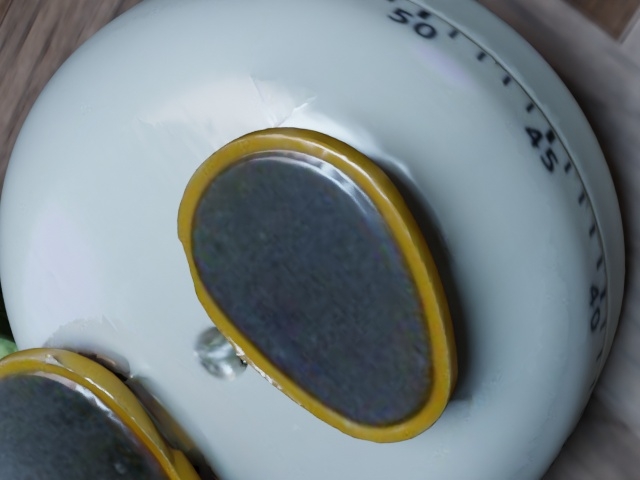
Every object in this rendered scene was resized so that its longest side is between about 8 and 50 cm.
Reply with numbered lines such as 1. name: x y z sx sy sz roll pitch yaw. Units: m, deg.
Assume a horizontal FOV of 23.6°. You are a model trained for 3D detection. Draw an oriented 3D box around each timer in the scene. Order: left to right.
1. timer: 0.000 0.000 0.584 0.233 0.240 0.233 9 116 20

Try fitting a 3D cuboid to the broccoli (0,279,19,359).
1. broccoli: -0.189 0.159 0.665 0.277 0.317 0.338 -33 98 36
